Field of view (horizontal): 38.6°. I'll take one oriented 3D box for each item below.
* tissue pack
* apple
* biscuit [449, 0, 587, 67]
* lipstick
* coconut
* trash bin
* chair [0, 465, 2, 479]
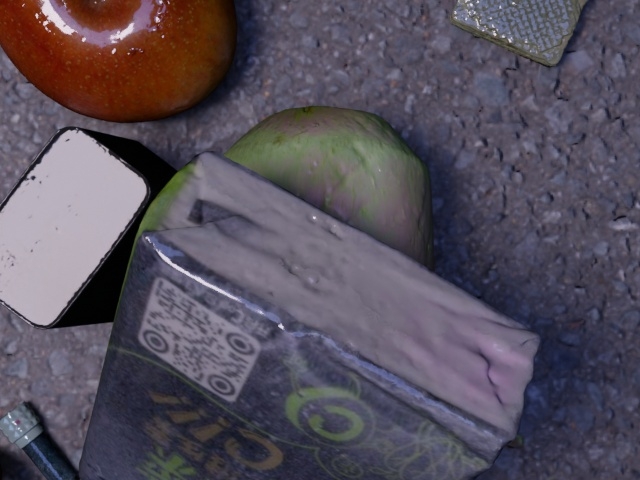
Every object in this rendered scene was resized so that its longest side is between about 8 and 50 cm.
[{"bbox_3d":[-0.040,0.146,0.751,0.288,0.394,0.124,28,48,2],"label":"tissue pack"},{"bbox_3d":[-0.193,-0.218,0.845,0.235,0.173,0.210,11,91,0],"label":"apple"},{"bbox_3d":[0.222,-0.284,0.905,0.121,0.040,0.199,25,91,3],"label":"biscuit"},{"bbox_3d":[-0.277,0.218,0.917,0.037,0.037,0.116,-36,94,1],"label":"lipstick"},{"bbox_3d":[0.000,0.000,0.828,0.236,0.204,0.236,2,78,-12],"label":"coconut"},{"bbox_3d":[-0.201,-0.009,0.819,0.115,0.225,0.165,38,90,0],"label":"trash bin"},{"bbox_3d":[-0.451,0.376,0.827,0.226,0.226,0.401,16,89,1],"label":"chair"}]
